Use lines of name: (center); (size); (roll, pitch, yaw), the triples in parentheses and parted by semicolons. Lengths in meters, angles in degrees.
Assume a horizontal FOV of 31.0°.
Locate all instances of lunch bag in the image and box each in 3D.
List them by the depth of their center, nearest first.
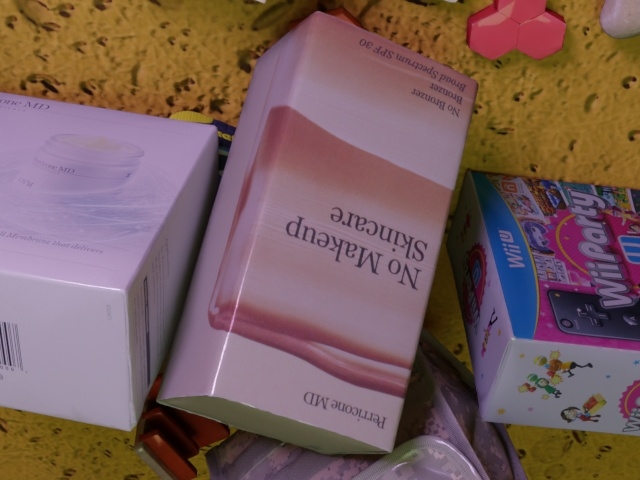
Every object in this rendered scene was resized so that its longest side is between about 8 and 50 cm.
lunch bag: (0.049, 0.234, 0.942); (0.235, 0.287, 0.169); (-39, 123, 12)

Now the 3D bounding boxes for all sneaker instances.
sneaker: (-0.070, -0.059, 0.987); (0.144, 0.053, 0.059); (23, 123, -10)

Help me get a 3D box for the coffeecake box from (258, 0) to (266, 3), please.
coffeecake box: (-0.071, -0.276, 0.779); (0.142, 0.068, 0.185); (18, 125, -10)

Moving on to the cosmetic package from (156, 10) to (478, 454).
cosmetic package: (0.000, 0.000, 0.875); (0.153, 0.296, 0.129); (19, 163, -20)

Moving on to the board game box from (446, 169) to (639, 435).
board game box: (0.276, 0.056, 0.986); (0.304, 0.224, 0.097); (5, 128, -8)

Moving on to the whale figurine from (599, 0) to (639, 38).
whale figurine: (0.352, -0.205, 0.868); (0.272, 0.141, 0.216); (6, 131, 23)

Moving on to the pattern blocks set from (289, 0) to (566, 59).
pattern blocks set: (0.048, -0.256, 0.856); (0.325, 0.026, 0.285); (3, 127, -5)

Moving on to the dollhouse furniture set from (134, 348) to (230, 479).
dollhouse furniture set: (-0.040, 0.121, 1.073); (0.259, 0.135, 0.262); (-25, 125, 15)

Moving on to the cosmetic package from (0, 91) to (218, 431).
cosmetic package: (-0.215, 0.003, 0.890); (0.224, 0.224, 0.138); (9, 126, 7)
